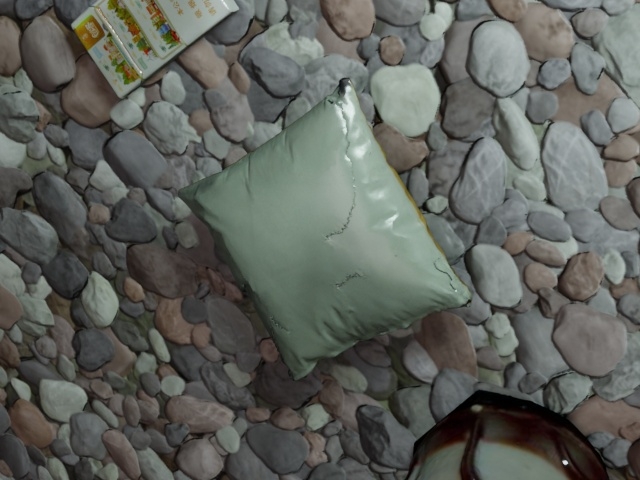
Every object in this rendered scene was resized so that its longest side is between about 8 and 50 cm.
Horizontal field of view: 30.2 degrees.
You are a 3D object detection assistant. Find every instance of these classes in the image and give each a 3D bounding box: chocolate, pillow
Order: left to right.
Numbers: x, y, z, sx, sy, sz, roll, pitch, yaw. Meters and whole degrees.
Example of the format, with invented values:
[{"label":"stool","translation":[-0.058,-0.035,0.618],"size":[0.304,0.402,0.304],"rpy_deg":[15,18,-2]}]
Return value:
[{"label":"pillow","translation":[0.000,0.000,1.488],"size":[0.310,0.119,0.312],"rpy_deg":[-28,97,37]},{"label":"chocolate","translation":[0.211,0.348,1.476],"size":[0.283,0.186,0.284],"rpy_deg":[8,106,28]}]

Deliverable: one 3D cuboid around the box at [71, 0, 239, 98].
[{"label":"box","translation":[-0.216,-0.288,1.524],"size":[0.220,0.032,0.122],"rpy_deg":[-31,96,34]}]
